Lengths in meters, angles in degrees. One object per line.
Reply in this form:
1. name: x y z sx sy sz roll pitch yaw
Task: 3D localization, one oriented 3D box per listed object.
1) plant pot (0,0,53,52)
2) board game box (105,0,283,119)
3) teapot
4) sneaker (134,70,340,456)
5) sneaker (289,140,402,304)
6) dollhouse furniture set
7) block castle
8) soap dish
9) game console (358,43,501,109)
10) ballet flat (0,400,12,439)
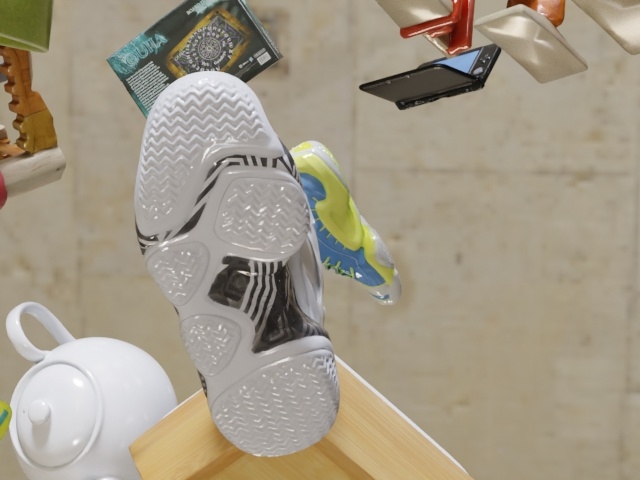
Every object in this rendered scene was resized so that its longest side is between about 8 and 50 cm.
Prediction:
1. plant pot: -0.361 -0.356 1.760 0.275 0.274 0.293 4 -79 -85
2. board game box: -0.154 -0.223 2.233 0.126 0.186 0.026 56 -161 -3
3. teapot: -0.328 0.235 2.461 0.187 0.256 0.252 25 -97 -57
4. sneaker: -0.075 -0.010 1.553 0.210 0.137 0.366 -103 -1 -56
5. sneaker: 0.000 0.000 2.224 0.240 0.126 0.091 59 174 -21
6. dollhouse furniture set: 0.168 -0.236 1.389 0.135 0.259 0.262 35 -129 -41
7. block castle: -0.570 -0.214 2.555 0.453 0.213 0.303 19 125 49
8. soap dish: -0.010 0.242 1.785 0.291 0.229 0.118 42 -153 -23
9. game console: 0.122 -0.192 2.029 0.071 0.122 0.107 51 -131 -28
10. ballet flat: -0.406 0.187 1.996 0.077 0.231 0.077 -52 -58 -23
